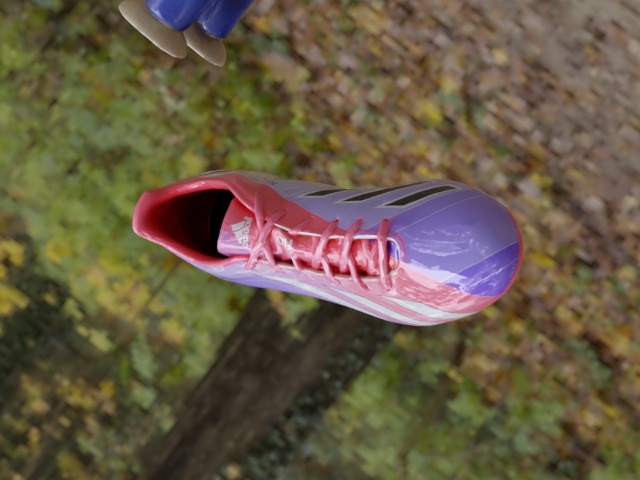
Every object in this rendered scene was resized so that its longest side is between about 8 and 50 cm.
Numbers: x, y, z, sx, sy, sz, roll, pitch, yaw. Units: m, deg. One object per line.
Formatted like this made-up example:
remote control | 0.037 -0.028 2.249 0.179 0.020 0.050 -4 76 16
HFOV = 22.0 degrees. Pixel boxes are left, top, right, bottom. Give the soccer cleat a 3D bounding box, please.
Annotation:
soccer cleat | 0.000 0.000 0.923 0.095 0.083 0.248 1 -174 -45

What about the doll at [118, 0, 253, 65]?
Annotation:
doll | -0.018 -0.169 0.769 0.046 0.189 0.129 45 -162 20
